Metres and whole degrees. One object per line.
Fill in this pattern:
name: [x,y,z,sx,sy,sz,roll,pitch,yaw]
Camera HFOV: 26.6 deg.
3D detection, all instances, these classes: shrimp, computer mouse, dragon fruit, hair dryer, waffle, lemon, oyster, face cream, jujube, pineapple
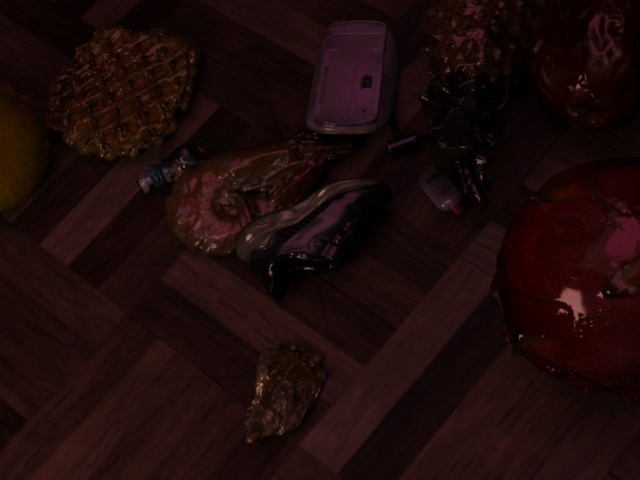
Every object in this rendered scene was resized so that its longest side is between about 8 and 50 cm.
shrimp: [-0.079,-0.077,1.910,0.294,0.062,0.154,-26,68,3]
computer mouse: [0.046,-0.228,1.951,0.125,0.056,0.245,-1,45,9]
dragon fruit: [0.357,0.040,1.581,0.301,0.295,0.296,-18,54,28]
hair dryer: [0.110,-0.156,1.922,0.047,0.026,0.083,-20,49,1]
waffle: [-0.303,-0.230,2.068,0.245,0.052,0.254,7,61,22]
lemon: [-0.487,-0.133,1.990,0.173,0.173,0.206,16,79,24]
oyster: [-0.055,0.193,1.754,0.146,0.045,0.121,-36,43,-7]
face cream: [0.170,-0.062,1.847,0.040,0.021,0.083,-32,56,-7]
jujube: [0.382,-0.277,1.819,0.197,0.197,0.290,4,55,18]
pineapple: [0.204,-0.203,1.850,0.169,0.169,0.341,3,66,18]

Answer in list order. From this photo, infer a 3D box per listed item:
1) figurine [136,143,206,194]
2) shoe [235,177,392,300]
figurine: [-0.217,-0.105,1.973,0.106,0.060,0.047,-27,91,8]
shoe: [0.000,0.000,1.822,0.227,0.099,0.112,-23,63,7]
